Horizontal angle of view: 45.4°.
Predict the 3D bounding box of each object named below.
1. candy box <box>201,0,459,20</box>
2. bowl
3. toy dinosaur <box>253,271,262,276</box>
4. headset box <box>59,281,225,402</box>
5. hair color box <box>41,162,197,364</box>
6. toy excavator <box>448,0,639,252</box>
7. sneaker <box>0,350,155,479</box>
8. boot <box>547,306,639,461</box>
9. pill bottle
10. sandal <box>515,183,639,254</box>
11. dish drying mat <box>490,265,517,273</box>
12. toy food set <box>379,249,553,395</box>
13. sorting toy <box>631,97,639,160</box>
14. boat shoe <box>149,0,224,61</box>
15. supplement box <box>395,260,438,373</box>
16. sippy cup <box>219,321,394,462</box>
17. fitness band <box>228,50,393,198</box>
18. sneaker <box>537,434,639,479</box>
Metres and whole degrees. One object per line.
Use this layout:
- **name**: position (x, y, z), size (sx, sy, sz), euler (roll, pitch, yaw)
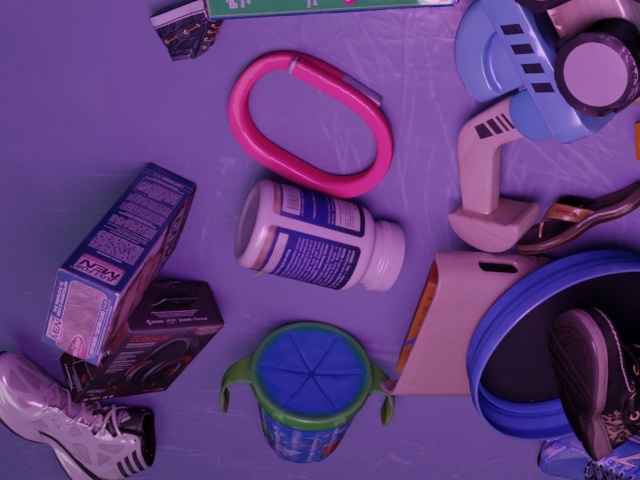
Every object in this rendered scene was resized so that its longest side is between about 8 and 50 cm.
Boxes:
- **candy box**: position (0.030, -0.380, 1.000), size (0.317, 0.268, 0.122), euler (-1, 119, 15)
- **bowl**: position (0.427, 0.179, 1.287), size (0.391, 0.077, 0.391), euler (-9, 128, -12)
- **toy dinosaur**: position (-0.067, -0.005, 1.418), size (0.092, 0.053, 0.183), euler (23, 119, 18)
- **headset box**: position (-0.346, 0.190, 1.504), size (0.293, 0.218, 0.110), euler (-47, 58, 33)
- **hair color box**: position (-0.337, 0.030, 1.320), size (0.105, 0.347, 0.174), euler (25, 126, -2)
- **toy excavator**: position (0.297, -0.213, 1.089), size (0.445, 0.222, 0.433), euler (-16, 108, 54)
- **sneaker**: position (-0.534, 0.381, 1.745), size (0.257, 0.169, 0.447), euler (-22, 123, 17)
- **boot**: position (0.515, 0.185, 1.181), size (0.284, 0.138, 0.377), euler (-24, 133, 1)
- **pill bottle**: position (0.000, 0.000, 1.300), size (0.264, 0.153, 0.153), euler (15, 127, -18)
- **sandal**: position (0.411, -0.045, 1.231), size (0.219, 0.090, 0.060), euler (-27, 103, 29)
- **dish drying mat**: position (0.344, 0.056, 1.363), size (0.083, 0.008, 0.032), euler (-22, 115, 25)
- **toy food set**: position (0.248, 0.151, 1.322), size (0.219, 0.092, 0.306), euler (5, 124, -19)
- **sorting toy**: position (0.483, -0.279, 1.084), size (0.196, 0.047, 0.348), euler (9, 124, 15)
- **boat shoe**: position (-0.177, -0.345, 1.209), size (0.183, 0.065, 0.083), euler (-10, 122, 27)
- **supplement box**: position (0.209, 0.155, 1.423), size (0.078, 0.080, 0.233), euler (18, 127, 6)
- **sippy cup**: position (-0.027, 0.319, 1.519), size (0.305, 0.240, 0.224), euler (31, 139, 21)
- **fitness band**: position (-0.014, -0.187, 1.272), size (0.291, 0.054, 0.209), euler (30, 125, -4)
- **sneaker**: position (0.587, 0.443, 1.468), size (0.330, 0.147, 0.130), euler (2, 123, 14)
